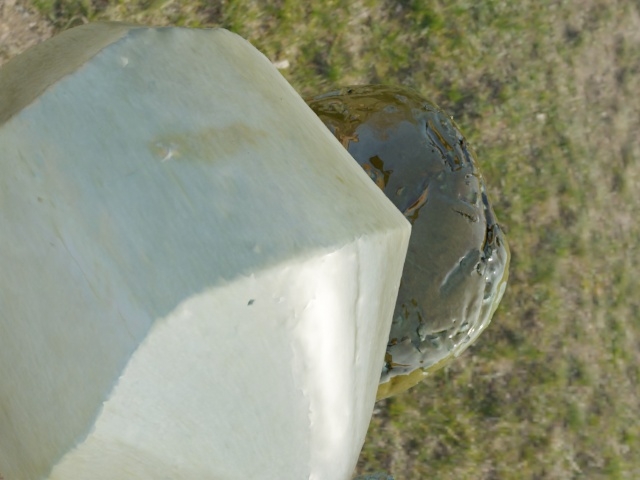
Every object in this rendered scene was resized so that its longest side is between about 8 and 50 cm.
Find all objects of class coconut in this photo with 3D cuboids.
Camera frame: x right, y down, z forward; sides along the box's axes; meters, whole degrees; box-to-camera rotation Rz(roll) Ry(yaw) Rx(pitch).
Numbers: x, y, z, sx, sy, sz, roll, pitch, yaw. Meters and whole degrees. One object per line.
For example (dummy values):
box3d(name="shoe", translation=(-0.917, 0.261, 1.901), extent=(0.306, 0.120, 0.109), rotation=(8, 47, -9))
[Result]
box3d(name="coconut", translation=(-0.061, 0.026, 0.396), extent=(0.202, 0.202, 0.222), rotation=(-29, 78, -38))

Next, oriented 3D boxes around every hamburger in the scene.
box3d(name="hamburger", translation=(0.000, 0.002, 0.725), extent=(0.285, 0.134, 0.265), rotation=(-18, 77, -6))

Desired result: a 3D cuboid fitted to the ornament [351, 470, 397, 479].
box3d(name="ornament", translation=(0.010, 0.386, 1.168), extent=(0.285, 0.130, 0.120), rotation=(-7, 121, -36))
